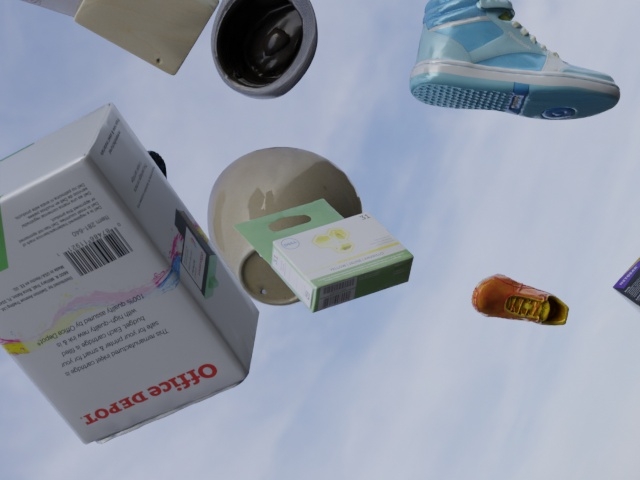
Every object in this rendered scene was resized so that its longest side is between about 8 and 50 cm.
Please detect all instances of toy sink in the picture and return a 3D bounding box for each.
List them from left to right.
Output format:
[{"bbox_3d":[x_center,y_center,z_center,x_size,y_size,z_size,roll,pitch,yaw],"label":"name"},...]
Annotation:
[{"bbox_3d":[-0.235,-0.343,1.585,0.131,0.152,0.234,-55,21,21],"label":"toy sink"}]

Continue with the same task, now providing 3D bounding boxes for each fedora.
[{"bbox_3d":[-0.097,-0.425,2.412,0.275,0.243,0.124,-55,-15,26],"label":"fedora"}]

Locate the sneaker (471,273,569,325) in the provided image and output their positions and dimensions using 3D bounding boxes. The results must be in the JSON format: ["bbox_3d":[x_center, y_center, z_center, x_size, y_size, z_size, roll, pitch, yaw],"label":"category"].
[{"bbox_3d":[0.283,0.085,1.633,0.175,0.067,0.064,7,-84,-37],"label":"sneaker"}]

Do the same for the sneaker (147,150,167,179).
[{"bbox_3d":[-0.324,-0.054,2.104,0.080,0.081,0.211,17,-111,-54],"label":"sneaker"}]

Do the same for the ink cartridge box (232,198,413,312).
[{"bbox_3d":[0.000,0.000,1.699,0.171,0.235,0.056,-17,-46,-28],"label":"ink cartridge box"}]

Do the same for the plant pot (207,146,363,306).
[{"bbox_3d":[-0.068,0.007,2.029,0.191,0.284,0.284,-84,1,-55],"label":"plant pot"}]

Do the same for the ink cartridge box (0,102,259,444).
[{"bbox_3d":[-0.216,0.040,1.132,0.278,0.201,0.117,57,-160,-25],"label":"ink cartridge box"}]

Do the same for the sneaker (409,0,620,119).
[{"bbox_3d":[0.297,-0.300,1.746,0.127,0.318,0.208,116,159,-72],"label":"sneaker"}]

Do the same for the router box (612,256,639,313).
[{"bbox_3d":[0.651,0.176,1.899,0.309,0.243,0.081,40,-86,-26],"label":"router box"}]

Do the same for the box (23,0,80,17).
[{"bbox_3d":[-0.416,-0.441,1.779,0.148,0.232,0.127,140,143,-69],"label":"box"}]
